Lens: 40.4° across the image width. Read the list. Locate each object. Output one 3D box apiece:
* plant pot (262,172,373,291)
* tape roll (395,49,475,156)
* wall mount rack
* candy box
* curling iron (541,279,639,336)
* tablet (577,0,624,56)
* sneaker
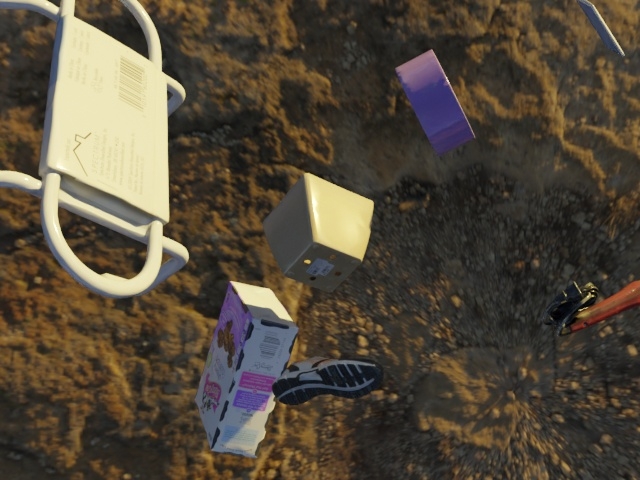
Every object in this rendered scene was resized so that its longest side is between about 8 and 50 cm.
[{"bbox_3d":[0.000,0.000,1.098,0.109,0.109,0.096,-47,34,36],"label":"plant pot"},{"bbox_3d":[0.217,-0.260,1.651,0.080,0.189,0.189,-26,76,10],"label":"tape roll"},{"bbox_3d":[-0.254,-0.099,0.748,0.130,0.304,0.350,-32,48,32],"label":"wall mount rack"},{"bbox_3d":[-0.109,0.178,1.227,0.070,0.165,0.196,14,100,-20],"label":"candy box"},{"bbox_3d":[0.380,0.056,1.022,0.274,0.068,0.035,-14,50,-20],"label":"curling iron"},{"bbox_3d":[0.351,-0.269,1.091,0.006,0.054,0.083,-38,115,12],"label":"tablet"},{"bbox_3d":[0.008,0.120,0.794,0.109,0.044,0.040,-10,114,25],"label":"sneaker"}]
